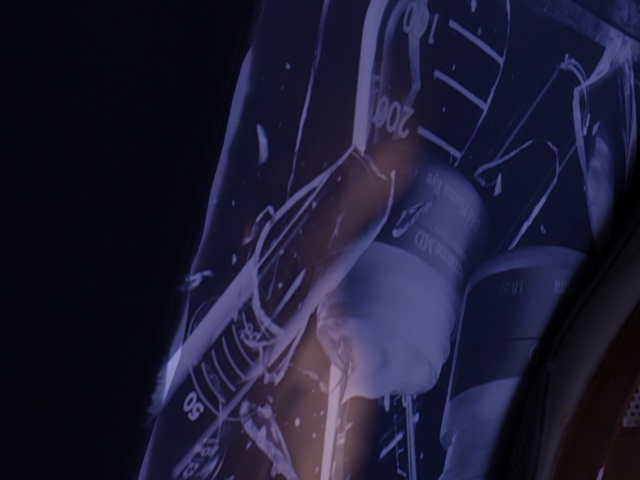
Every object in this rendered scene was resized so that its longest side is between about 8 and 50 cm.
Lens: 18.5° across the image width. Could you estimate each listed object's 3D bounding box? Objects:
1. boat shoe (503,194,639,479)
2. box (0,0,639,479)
[{"bbox_3d":[0.155,0.045,0.652,0.122,0.120,0.324,38,69,-51],"label":"boat shoe"},{"bbox_3d":[0.000,0.000,0.686,0.343,0.179,0.312,18,86,-54],"label":"box"}]
